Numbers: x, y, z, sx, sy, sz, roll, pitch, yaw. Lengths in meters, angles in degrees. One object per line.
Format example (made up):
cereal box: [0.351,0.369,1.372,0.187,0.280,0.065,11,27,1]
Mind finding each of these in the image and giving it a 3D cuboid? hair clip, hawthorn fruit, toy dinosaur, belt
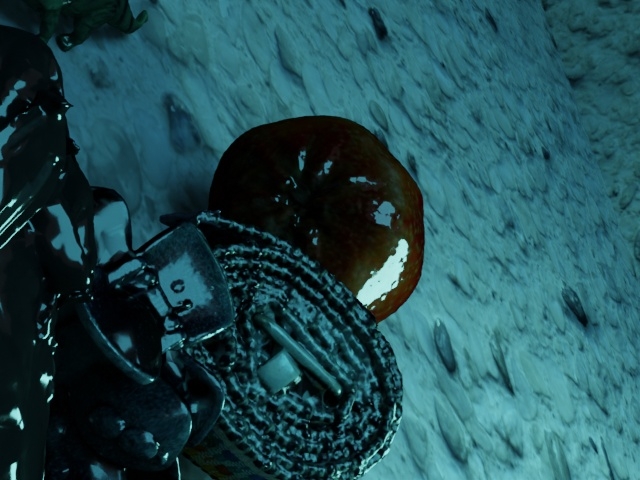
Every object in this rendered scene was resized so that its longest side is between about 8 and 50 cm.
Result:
hair clip: [-0.190,0.082,0.930,0.310,0.206,0.194,62,27,-3]
hawthorn fruit: [0.000,0.000,1.358,0.300,0.254,0.254,71,3,-68]
toy dinosaur: [-0.266,-0.254,1.265,0.079,0.120,0.292,58,1,15]
belt: [-0.070,0.119,1.144,0.295,0.160,0.207,41,63,-17]

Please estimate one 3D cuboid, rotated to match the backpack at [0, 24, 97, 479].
backpack: [-0.300,0.059,0.674,0.363,0.255,0.446,2,72,-30]
